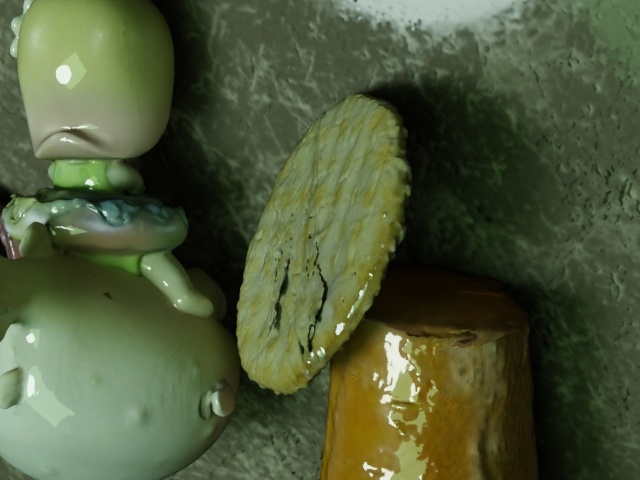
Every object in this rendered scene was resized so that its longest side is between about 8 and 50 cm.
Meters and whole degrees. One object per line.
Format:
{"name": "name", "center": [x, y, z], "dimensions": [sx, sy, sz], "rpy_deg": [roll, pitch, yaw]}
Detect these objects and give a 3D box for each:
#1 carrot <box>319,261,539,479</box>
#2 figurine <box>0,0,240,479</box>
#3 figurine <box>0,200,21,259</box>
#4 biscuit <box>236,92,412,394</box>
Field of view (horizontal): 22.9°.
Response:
{"name": "carrot", "center": [0.088, 0.158, 1.124], "dimensions": [0.196, 0.196, 0.254], "rpy_deg": [11, 106, 21]}
{"name": "figurine", "center": [-0.172, -0.014, 1.133], "dimensions": [0.227, 0.274, 0.394], "rpy_deg": [4, 95, 21]}
{"name": "figurine", "center": [-0.297, 0.043, 1.272], "dimensions": [0.126, 0.157, 0.114], "rpy_deg": [24, 141, 9]}
{"name": "biscuit", "center": [-0.001, 0.000, 1.083], "dimensions": [0.033, 0.219, 0.220], "rpy_deg": [21, 125, -24]}
